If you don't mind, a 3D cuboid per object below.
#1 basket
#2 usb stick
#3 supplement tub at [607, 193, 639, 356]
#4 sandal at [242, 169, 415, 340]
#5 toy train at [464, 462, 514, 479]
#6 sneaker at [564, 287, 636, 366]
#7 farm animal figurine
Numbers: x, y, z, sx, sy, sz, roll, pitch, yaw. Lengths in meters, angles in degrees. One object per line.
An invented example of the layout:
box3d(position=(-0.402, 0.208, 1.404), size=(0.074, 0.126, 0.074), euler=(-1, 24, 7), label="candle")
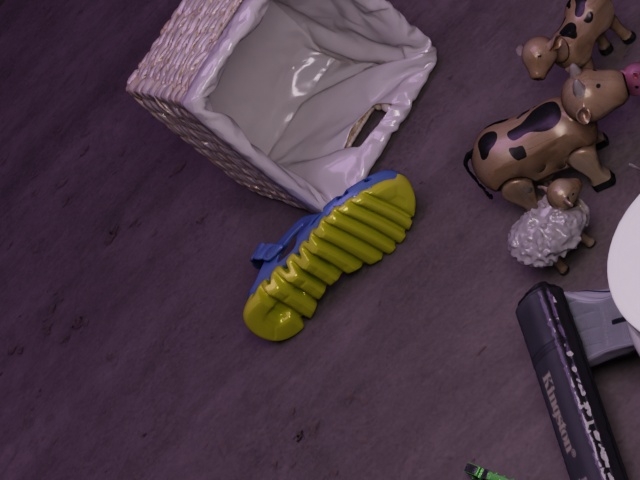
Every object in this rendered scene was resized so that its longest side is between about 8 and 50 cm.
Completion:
box3d(position=(-0.061, -0.258, 1.842), size=(0.266, 0.331, 0.328), euler=(18, 74, 56), label="basket")
box3d(position=(0.278, 0.178, 1.312), size=(0.077, 0.045, 0.278), euler=(-53, 44, 51), label="usb stick")
box3d(position=(0.422, 0.078, 1.091), size=(0.228, 0.316, 0.228), euler=(-26, 45, 29), label="supplement tub")
box3d(position=(0.000, 0.000, 1.736), size=(0.317, 0.126, 0.138), euler=(-38, 36, 14), label="sandal")
box3d(position=(0.203, 0.278, 1.387), size=(0.083, 0.023, 0.017), euler=(12, 69, 49), label="toy train")
box3d(position=(0.339, 0.097, 1.351), size=(0.258, 0.091, 0.094), euler=(-16, 76, 61), label="sneaker")
box3d(position=(0.318, -0.165, 1.503), size=(0.326, 0.172, 0.330), euler=(-39, 40, 16), label="farm animal figurine")
